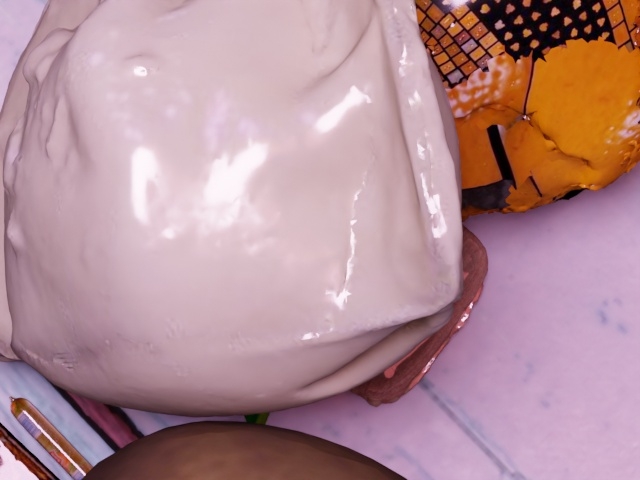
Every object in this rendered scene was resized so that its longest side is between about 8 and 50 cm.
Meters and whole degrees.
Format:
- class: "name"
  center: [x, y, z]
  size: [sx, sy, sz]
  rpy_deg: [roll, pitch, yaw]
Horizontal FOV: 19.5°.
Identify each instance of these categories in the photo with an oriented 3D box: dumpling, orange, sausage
- class: "dumpling"
  center: [-0.068, -0.056, 1.050]
  size: [0.233, 0.395, 0.315]
  rpy_deg: [12, 72, -42]
- class: "orange"
  center: [0.103, -0.123, 1.133]
  size: [0.234, 0.234, 0.182]
  rpy_deg: [2, 45, -2]
- class: "sausage"
  center: [-0.161, 0.134, 1.176]
  size: [0.100, 0.015, 0.015]
  rpy_deg: [44, 81, 6]

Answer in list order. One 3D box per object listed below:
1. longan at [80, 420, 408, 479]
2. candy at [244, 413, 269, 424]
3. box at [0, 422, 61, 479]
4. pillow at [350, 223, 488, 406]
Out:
- class: "longan"
  center: [-0.037, 0.244, 1.022]
  size: [0.297, 0.297, 0.297]
  rpy_deg: [0, 79, -2]
- class: "candy"
  center: [-0.086, 0.033, 1.176]
  size: [0.178, 0.032, 0.102]
  rpy_deg: [35, 105, 6]
- class: "box"
  center: [-0.370, 0.126, 1.119]
  size: [0.415, 0.116, 0.264]
  rpy_deg: [40, 79, 5]
- class: "pillow"
  center: [-0.001, 0.003, 1.199]
  size: [0.211, 0.034, 0.135]
  rpy_deg: [38, 81, 4]
